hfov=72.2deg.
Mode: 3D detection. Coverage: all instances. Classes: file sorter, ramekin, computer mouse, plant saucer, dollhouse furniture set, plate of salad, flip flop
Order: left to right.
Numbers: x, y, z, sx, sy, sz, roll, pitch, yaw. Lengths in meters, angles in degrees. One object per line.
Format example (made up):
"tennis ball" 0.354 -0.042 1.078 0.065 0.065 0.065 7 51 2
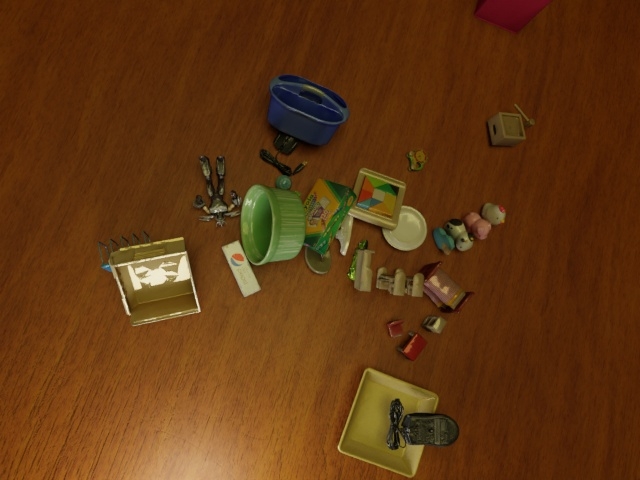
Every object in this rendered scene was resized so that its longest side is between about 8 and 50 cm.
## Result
"file sorter" -0.721 0.039 1.637 0.171 0.118 0.104 -15 82 -13
"ramekin" -0.179 -0.060 1.666 0.148 0.303 0.302 0 81 -32
"computer mouse" -0.112 -0.399 1.852 0.184 0.060 0.262 42 77 -2
"flip flop" 0.000 0.000 1.803 0.113 0.080 0.276 7 80 -10
"plant saucer" 0.265 0.715 1.748 0.333 0.081 0.332 23 78 -6
"dollhouse furniture set" 0.270 0.123 1.757 0.242 0.212 0.160 5 91 -10
"plate of salad" 0.362 -0.053 1.898 0.200 0.048 0.199 1 78 -7
"computer mouse" 0.394 0.719 1.702 0.273 0.072 0.188 6 82 2
"dollhouse furniture set" 0.427 0.291 1.806 0.201 0.152 0.374 42 76 -3

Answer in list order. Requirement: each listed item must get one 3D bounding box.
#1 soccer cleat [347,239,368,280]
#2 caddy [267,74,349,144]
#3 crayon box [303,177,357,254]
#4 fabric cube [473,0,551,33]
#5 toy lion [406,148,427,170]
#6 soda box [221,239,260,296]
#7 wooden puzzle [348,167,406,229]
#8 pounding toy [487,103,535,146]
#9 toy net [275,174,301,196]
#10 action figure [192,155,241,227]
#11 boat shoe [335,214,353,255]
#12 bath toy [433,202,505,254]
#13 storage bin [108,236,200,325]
"soccer cleat" 0.172 0.084 1.841 0.073 0.060 0.178 22 84 -18
"caddy" -0.053 -0.547 1.783 0.342 0.179 0.241 21 49 -8
"crayon box" 0.003 -0.099 1.746 0.166 0.081 0.278 23 80 38
"fabric cube" 0.926 -1.202 2.078 0.254 0.258 0.258 16 79 -8
"toy lion" 0.438 -0.363 1.973 0.096 0.034 0.100 -4 82 -19
"soda box" -0.313 0.111 1.731 0.074 0.069 0.216 -24 88 -13
"wooden puzzle" 0.245 -0.183 1.870 0.221 0.044 0.238 20 66 -4
"pounding toy" 0.896 -0.540 2.062 0.206 0.094 0.180 -1 77 -21
"toy net" -0.201 -0.168 1.812 0.232 0.045 0.122 -35 112 -11
"action figure" -0.416 -0.190 1.743 0.186 0.099 0.284 -8 86 -17
"boat shoe" 0.095 -0.030 1.837 0.063 0.066 0.184 10 80 1
"bath toy" 0.675 -0.060 1.922 0.349 0.129 0.151 -26 87 -14
"storage bin" -0.590 0.146 1.576 0.261 0.123 0.262 -11 121 -13
